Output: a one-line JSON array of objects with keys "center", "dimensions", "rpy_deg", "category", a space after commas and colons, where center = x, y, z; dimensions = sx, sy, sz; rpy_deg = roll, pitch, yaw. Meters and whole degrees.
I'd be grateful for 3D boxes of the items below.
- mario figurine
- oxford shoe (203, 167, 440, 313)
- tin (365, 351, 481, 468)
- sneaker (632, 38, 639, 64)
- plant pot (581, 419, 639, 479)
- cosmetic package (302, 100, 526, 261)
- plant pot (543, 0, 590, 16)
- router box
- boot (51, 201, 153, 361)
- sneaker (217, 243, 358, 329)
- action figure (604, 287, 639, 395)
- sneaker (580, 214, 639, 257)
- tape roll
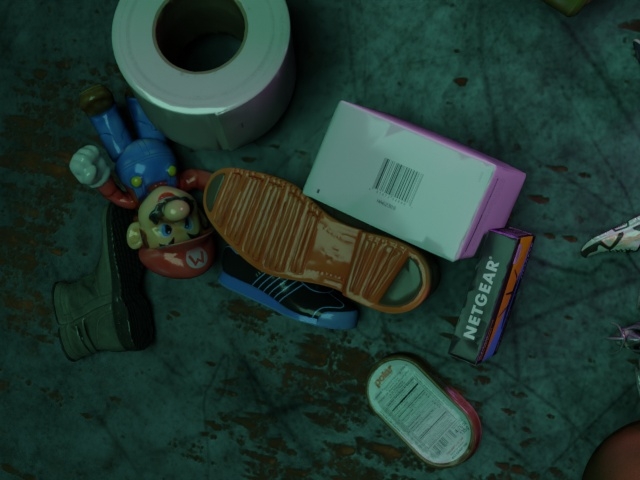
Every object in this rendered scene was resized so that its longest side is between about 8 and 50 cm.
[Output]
[{"center": [-0.238, -0.097, 1.740], "dimensions": [0.198, 0.170, 0.320], "rpy_deg": [-26, 82, 17], "category": "mario figurine"}, {"center": [0.000, 0.000, 1.674], "dimensions": [0.363, 0.133, 0.130], "rpy_deg": [28, 103, 16], "category": "oxford shoe"}, {"center": [0.146, 0.242, 1.682], "dimensions": [0.189, 0.040, 0.106], "rpy_deg": [44, 101, 13], "category": "tin"}, {"center": [0.491, -0.285, 1.521], "dimensions": [0.192, 0.064, 0.086], "rpy_deg": [-41, 83, 20], "category": "sneaker"}, {"center": [0.425, 0.360, 1.469], "dimensions": [0.237, 0.254, 0.237], "rpy_deg": [1, 93, 21], "category": "plant pot"}, {"center": [0.132, -0.078, 1.574], "dimensions": [0.224, 0.224, 0.138], "rpy_deg": [25, 98, 17], "category": "cosmetic package"}, {"center": [0.251, -0.474, 1.479], "dimensions": [0.353, 0.366, 0.366], "rpy_deg": [38, 104, 3], "category": "plant pot"}, {"center": [0.233, 0.072, 1.592], "dimensions": [0.046, 0.133, 0.179], "rpy_deg": [20, 99, 19], "category": "router box"}, {"center": [-0.357, 0.064, 1.838], "dimensions": [0.161, 0.083, 0.246], "rpy_deg": [-7, 88, 26], "category": "boot"}, {"center": [-0.043, 0.055, 1.719], "dimensions": [0.232, 0.081, 0.090], "rpy_deg": [21, 106, 19], "category": "sneaker"}, {"center": [0.510, 0.130, 1.515], "dimensions": [0.285, 0.099, 0.185], "rpy_deg": [2, 97, 23], "category": "action figure"}, {"center": [0.402, 0.002, 1.578], "dimensions": [0.109, 0.040, 0.044], "rpy_deg": [-26, 85, 19], "category": "sneaker"}, {"center": [-0.158, -0.266, 1.662], "dimensions": [0.246, 0.169, 0.246], "rpy_deg": [0, 77, 2], "category": "tape roll"}]
